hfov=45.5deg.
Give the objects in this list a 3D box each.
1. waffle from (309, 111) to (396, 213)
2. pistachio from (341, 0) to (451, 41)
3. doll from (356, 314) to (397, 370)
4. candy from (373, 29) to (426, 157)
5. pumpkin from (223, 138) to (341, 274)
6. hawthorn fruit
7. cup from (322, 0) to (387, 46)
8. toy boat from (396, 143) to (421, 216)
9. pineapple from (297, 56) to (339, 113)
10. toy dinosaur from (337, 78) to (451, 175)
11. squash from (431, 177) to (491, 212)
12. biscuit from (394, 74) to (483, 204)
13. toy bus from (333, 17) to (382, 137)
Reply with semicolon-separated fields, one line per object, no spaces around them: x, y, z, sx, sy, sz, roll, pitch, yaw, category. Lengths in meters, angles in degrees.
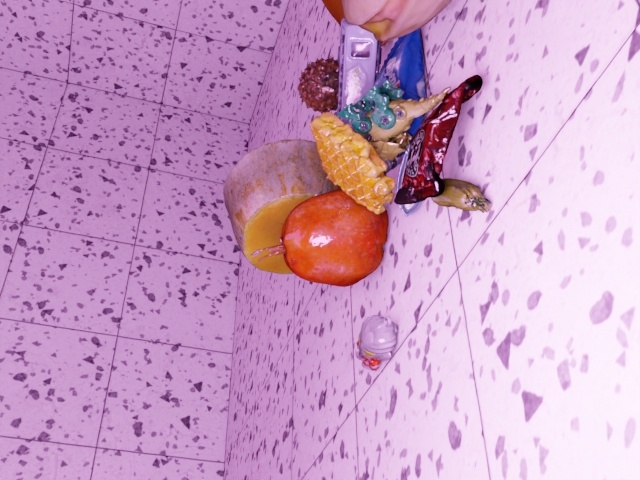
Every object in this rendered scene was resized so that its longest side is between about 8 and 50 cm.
0.070;-0.145;1.491;0.211;0.055;0.161;42;160;43;waffle
0.167;-0.580;1.381;0.365;0.281;0.446;-87;20;-44;pistachio
0.105;0.200;1.478;0.094;0.079;0.180;60;154;26;doll
0.167;-0.310;1.616;0.187;0.077;0.331;131;146;-52;candy
-0.060;-0.066;1.877;0.199;0.332;0.332;-111;32;-41;pumpkin
0.000;0.000;1.599;0.211;0.298;0.212;173;90;-74;hawthorn fruit
0.118;-0.611;1.910;0.226;0.182;0.264;-37;40;21;cup
0.176;-0.114;1.443;0.066;0.059;0.140;-62;-18;-84;toy boat
0.022;-0.433;2.116;0.193;0.166;0.166;-159;80;-75;pineapple
0.141;-0.241;1.462;0.094;0.153;0.259;-38;-3;-46;toy dinosaur
0.224;-0.074;1.242;0.183;0.052;0.052;-141;63;-76;squash
0.198;-0.172;1.290;0.151;0.063;0.236;149;144;-80;biscuit
0.085;-0.347;1.759;0.136;0.108;0.330;-72;-15;-79;toy bus
